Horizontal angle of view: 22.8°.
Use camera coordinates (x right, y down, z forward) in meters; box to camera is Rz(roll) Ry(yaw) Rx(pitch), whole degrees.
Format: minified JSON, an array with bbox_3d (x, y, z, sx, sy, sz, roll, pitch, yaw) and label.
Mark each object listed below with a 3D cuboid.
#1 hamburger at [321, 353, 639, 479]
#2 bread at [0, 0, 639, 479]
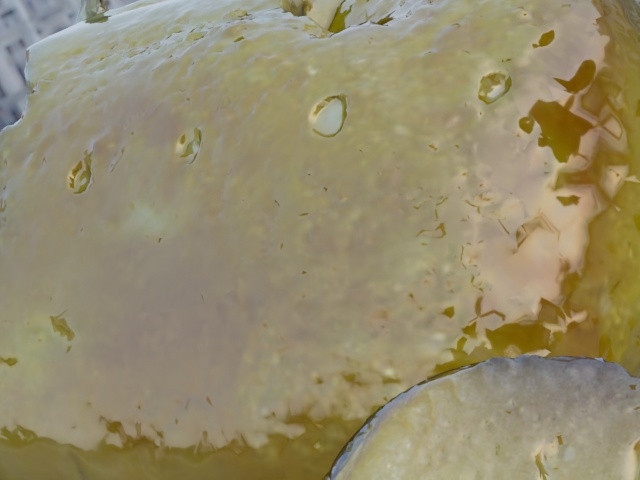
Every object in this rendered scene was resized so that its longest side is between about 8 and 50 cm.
[{"bbox_3d":[0.066,0.136,0.497,0.191,0.182,0.118,-40,-28,-15],"label":"hamburger"},{"bbox_3d":[0.000,0.000,0.815,0.394,0.361,0.250,-8,-20,38],"label":"bread"}]
